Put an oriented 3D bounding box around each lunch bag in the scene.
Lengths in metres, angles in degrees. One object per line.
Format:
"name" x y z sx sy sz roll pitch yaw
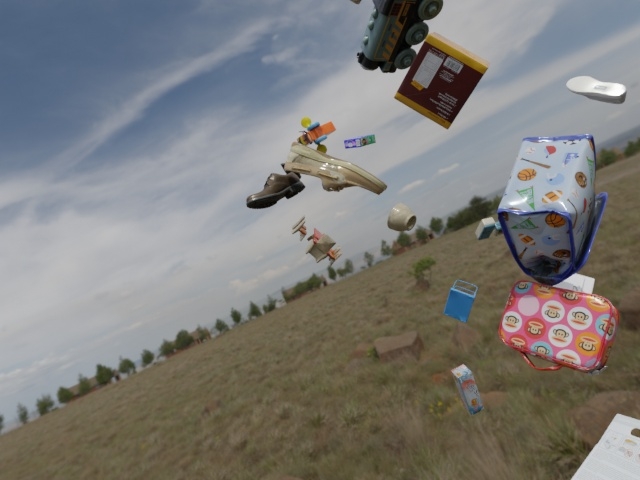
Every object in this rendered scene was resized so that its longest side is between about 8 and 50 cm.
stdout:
"lunch bag" 0.741 -0.083 1.302 0.239 0.385 0.327 10 59 41
"lunch bag" 0.704 0.270 1.245 0.120 0.258 0.293 25 -7 -42

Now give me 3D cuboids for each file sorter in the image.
"file sorter" 0.714 0.304 2.092 0.118 0.170 0.104 21 37 25

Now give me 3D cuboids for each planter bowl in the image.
"planter bowl" 0.467 -0.117 2.315 0.162 0.162 0.109 -27 42 -34

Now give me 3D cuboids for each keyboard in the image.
"keyboard" -0.156 -0.400 2.382 0.108 0.023 0.180 -5 -19 11

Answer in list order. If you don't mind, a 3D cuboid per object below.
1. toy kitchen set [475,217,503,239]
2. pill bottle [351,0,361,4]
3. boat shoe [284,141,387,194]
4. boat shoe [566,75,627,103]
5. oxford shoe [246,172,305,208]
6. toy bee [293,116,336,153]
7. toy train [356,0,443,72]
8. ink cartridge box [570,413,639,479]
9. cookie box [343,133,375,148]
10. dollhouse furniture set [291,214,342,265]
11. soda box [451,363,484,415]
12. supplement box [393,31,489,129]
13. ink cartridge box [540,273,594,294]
"toy kitchen set" 0.840 -0.018 1.857 0.207 0.166 0.122 -12 -30 -1
"pill bottle" 0.082 -0.554 0.836 0.067 0.067 0.120 -19 -30 -53
"boat shoe" 0.047 -0.209 1.337 0.110 0.341 0.122 -67 -14 8
"boat shoe" 0.901 -0.487 1.349 0.066 0.184 0.063 -55 -45 -4
"oxford shoe" -0.165 -0.171 1.382 0.227 0.096 0.083 -29 -6 -38
"toy bee" -0.058 -0.521 2.052 0.162 0.195 0.298 -24 -12 38
"toy train" 0.232 -0.668 1.269 0.190 0.142 0.334 -7 -28 -20
"ink cartridge box" 0.580 0.454 0.770 0.232 0.066 0.189 -43 -4 -10
"cookie box" 0.171 -0.428 1.785 0.092 0.040 0.107 5 24 44
"dollhouse furniture set" 0.000 0.000 2.025 0.135 0.262 0.259 -46 15 12
"soda box" 0.558 0.566 1.565 0.058 0.183 0.063 -25 17 -5
"supplement box" 0.357 -0.472 1.220 0.194 0.191 0.129 -61 -5 36
"ink cartridge box" 0.993 0.250 1.706 0.171 0.168 0.232 -63 -26 -22
